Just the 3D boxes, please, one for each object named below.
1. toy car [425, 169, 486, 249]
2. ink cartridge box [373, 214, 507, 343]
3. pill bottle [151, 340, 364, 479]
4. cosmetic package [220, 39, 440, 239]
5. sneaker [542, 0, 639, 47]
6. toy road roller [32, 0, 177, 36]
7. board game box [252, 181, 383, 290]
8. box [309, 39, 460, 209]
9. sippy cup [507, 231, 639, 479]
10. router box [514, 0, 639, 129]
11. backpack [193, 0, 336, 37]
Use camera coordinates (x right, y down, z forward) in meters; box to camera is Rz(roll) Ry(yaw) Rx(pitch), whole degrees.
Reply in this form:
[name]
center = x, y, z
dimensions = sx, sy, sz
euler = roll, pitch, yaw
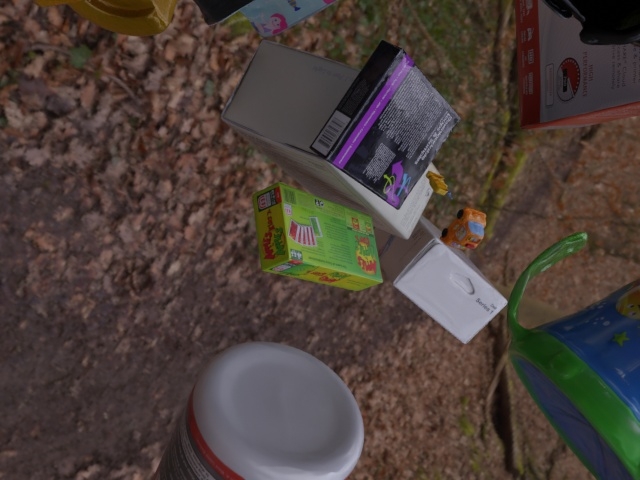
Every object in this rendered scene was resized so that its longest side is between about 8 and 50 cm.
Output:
[toy car]
center = 0.145, -0.023, 0.868
dimensions = 0.060, 0.040, 0.122
euler = -39, 131, 21
[ink cartridge box]
center = 0.207, 0.045, 1.461
dimensions = 0.117, 0.201, 0.278
euler = -47, -159, 9
[pill bottle]
center = -0.107, 0.319, 0.969
dimensions = 0.210, 0.210, 0.363
euler = -32, 155, -53
[cosmetic package]
center = 0.028, -0.116, 0.975
dimensions = 0.113, 0.160, 0.309
euler = -62, 153, -5
[sneaker]
center = 0.144, -0.122, 0.371
dimensions = 0.188, 0.067, 0.078
euler = 11, 65, -45
[toy road roller]
center = -0.311, -0.366, 0.933
dimensions = 0.240, 0.329, 0.202
euler = 52, 42, -56
[board game box]
center = 0.000, 0.000, 0.903
dimensions = 0.181, 0.043, 0.092
euler = 16, 59, -50
[box]
center = 0.067, -0.103, 0.726
dimensions = 0.116, 0.029, 0.162
euler = -56, 147, 4
[sippy cup]
center = 0.350, 0.135, 0.772
dimensions = 0.224, 0.305, 0.240
euler = -37, -168, -3
[router box]
center = 0.273, -0.279, 0.648
dimensions = 0.301, 0.082, 0.335
euler = -176, -97, -75
[backpack]
center = -0.032, -0.336, 0.708
dimensions = 0.191, 0.225, 0.253
euler = 37, 41, -46
